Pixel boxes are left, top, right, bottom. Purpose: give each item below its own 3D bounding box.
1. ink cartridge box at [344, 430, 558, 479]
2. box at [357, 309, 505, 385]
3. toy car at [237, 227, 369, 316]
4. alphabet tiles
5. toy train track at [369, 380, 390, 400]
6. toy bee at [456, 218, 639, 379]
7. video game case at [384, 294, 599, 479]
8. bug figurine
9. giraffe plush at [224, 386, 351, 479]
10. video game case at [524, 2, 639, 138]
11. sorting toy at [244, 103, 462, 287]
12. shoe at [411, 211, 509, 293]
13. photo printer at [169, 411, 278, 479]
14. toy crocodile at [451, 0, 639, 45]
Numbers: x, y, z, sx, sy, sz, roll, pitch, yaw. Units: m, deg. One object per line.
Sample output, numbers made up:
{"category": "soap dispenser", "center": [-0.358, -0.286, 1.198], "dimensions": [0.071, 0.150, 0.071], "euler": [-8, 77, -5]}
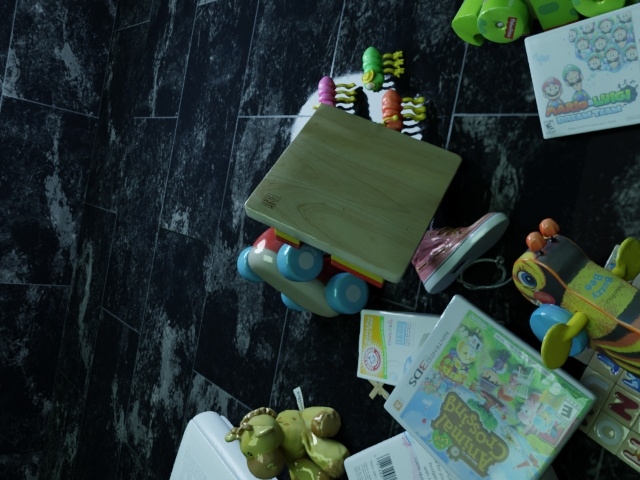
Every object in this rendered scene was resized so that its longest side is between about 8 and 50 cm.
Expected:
{"category": "ink cartridge box", "center": [0.188, 0.364, 0.804], "dimensions": [0.278, 0.117, 0.201], "euler": [-40, 57, 36]}
{"category": "box", "center": [0.165, 0.170, 0.872], "dimensions": [0.203, 0.103, 0.114], "euler": [0, 83, 48]}
{"category": "toy car", "center": [0.000, 0.000, 1.061], "dimensions": [0.219, 0.210, 0.237], "euler": [-8, 49, 61]}
{"category": "alphabet tiles", "center": [0.397, 0.152, 0.688], "dimensions": [0.198, 0.009, 0.237], "euler": [35, 110, 45]}
{"category": "toy train track", "center": [0.115, 0.266, 0.982], "dimensions": [0.083, 0.014, 0.048], "euler": [44, 109, 36]}
{"category": "toy bee", "center": [0.290, 0.062, 0.671], "dimensions": [0.299, 0.162, 0.195], "euler": [10, 52, 28]}
{"category": "video game case", "center": [0.201, 0.205, 0.716], "dimensions": [0.212, 0.023, 0.193], "euler": [40, 105, 41]}
{"category": "bug figurine", "center": [0.059, -0.241, 1.064], "dimensions": [0.279, 0.072, 0.216], "euler": [-21, 62, 43]}
{"category": "giraffe plush", "center": [-0.073, 0.375, 1.054], "dimensions": [0.181, 0.171, 0.210], "euler": [-56, 48, 27]}
{"category": "video game case", "center": [0.356, -0.215, 0.739], "dimensions": [0.157, 0.019, 0.143], "euler": [-2, 109, 48]}
{"category": "sorting toy", "center": [0.056, -0.069, 0.913], "dimensions": [0.257, 0.255, 0.089], "euler": [24, 149, 14]}
{"category": "shoe", "center": [0.207, 0.000, 0.881], "dimensions": [0.178, 0.064, 0.081], "euler": [-52, 55, 35]}
{"category": "photo printer", "center": [-0.208, 0.562, 1.222], "dimensions": [0.308, 0.107, 0.255], "euler": [30, 106, 46]}
{"category": "toy crocodile", "center": [0.332, -0.337, 0.772], "dimensions": [0.341, 0.105, 0.115], "euler": [1, 62, 43]}
